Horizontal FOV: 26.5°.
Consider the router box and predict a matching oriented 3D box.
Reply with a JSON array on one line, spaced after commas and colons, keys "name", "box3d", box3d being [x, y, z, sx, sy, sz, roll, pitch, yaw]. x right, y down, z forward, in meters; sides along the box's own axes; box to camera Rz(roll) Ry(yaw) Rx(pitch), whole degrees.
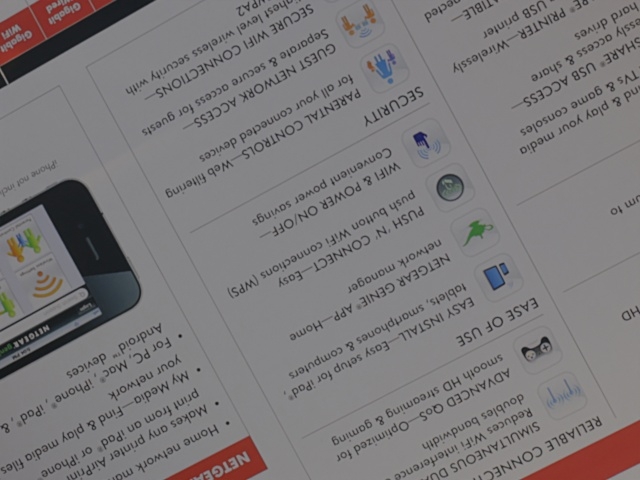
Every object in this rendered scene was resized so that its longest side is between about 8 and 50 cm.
[{"name": "router box", "box3d": [0.000, 0.000, 0.457, 0.301, 0.336, 0.082, 62, 7, -2]}]
